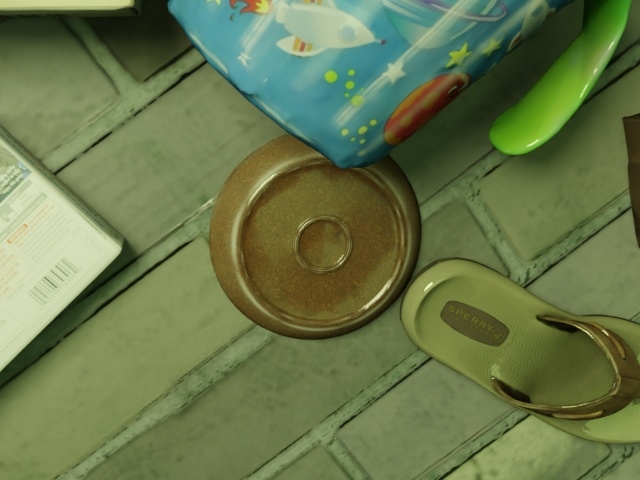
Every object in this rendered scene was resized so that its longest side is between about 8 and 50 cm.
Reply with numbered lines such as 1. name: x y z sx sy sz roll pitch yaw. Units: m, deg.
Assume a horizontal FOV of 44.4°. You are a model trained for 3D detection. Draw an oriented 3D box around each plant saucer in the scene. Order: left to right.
1. plant saucer: 0.000 0.000 0.598 0.168 0.029 0.169 -2 102 -10

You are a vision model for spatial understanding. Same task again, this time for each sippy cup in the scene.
1. sippy cup: 0.036 -0.174 0.476 0.305 0.240 0.224 44 103 6

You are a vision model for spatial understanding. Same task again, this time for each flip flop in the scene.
1. flip flop: 0.193 0.097 0.629 0.277 0.080 0.112 26 97 -15

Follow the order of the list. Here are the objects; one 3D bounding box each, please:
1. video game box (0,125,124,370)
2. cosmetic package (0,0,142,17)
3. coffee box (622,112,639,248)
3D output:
1. video game box: -0.275 0.010 0.539 0.205 0.048 0.187 -44 108 1
2. cosmetic package: -0.194 -0.289 0.452 0.160 0.113 0.310 -5 104 -9
3. coffee box: 0.408 -0.068 0.587 0.297 0.168 0.119 -16 105 -6
